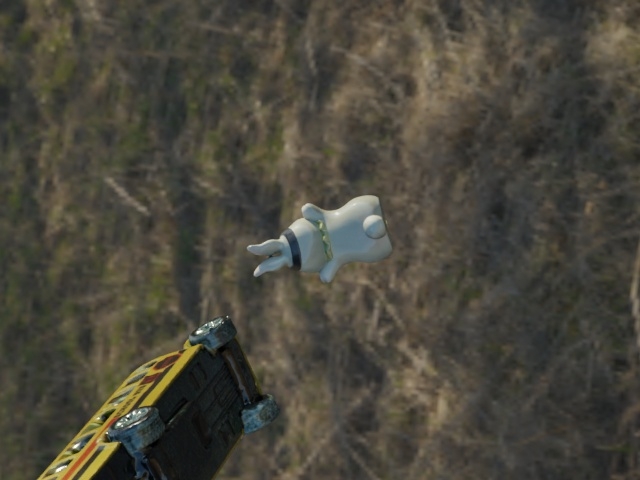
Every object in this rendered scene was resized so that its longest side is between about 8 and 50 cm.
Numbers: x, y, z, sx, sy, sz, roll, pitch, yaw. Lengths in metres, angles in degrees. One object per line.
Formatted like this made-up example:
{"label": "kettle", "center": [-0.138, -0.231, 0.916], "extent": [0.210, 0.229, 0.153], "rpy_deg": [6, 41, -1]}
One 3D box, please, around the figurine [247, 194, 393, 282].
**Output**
{"label": "figurine", "center": [0.004, 0.009, 1.400], "extent": [0.098, 0.146, 0.081], "rpy_deg": [54, -160, -68]}

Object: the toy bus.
{"label": "toy bus", "center": [-0.154, 0.195, 1.253], "extent": [0.123, 0.335, 0.121], "rpy_deg": [-20, 104, 23]}
